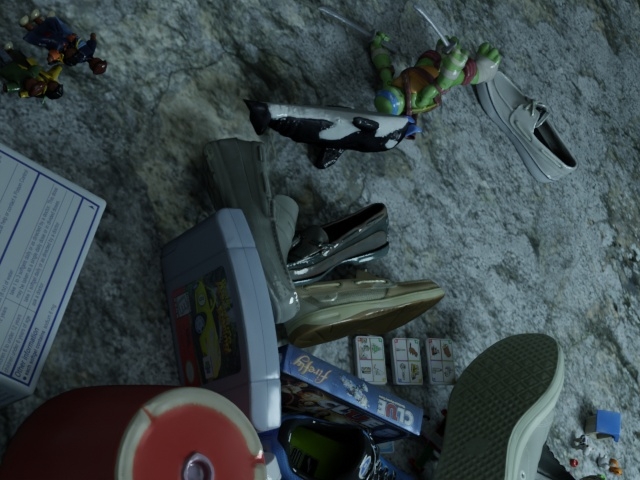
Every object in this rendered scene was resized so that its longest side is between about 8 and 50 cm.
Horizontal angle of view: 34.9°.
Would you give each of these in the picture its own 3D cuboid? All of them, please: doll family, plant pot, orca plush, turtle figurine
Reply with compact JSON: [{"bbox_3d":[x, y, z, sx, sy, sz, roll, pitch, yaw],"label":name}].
[{"bbox_3d":[-0.367,-0.245,1.380,0.111,0.076,0.193,37,57,2],"label":"doll family"},{"bbox_3d":[-0.206,0.288,1.198,0.274,0.243,0.275,15,64,-34],"label":"plant pot"},{"bbox_3d":[0.011,-0.160,1.635,0.287,0.151,0.102,-3,107,-42],"label":"orca plush"},{"bbox_3d":[0.186,-0.333,1.776,0.266,0.197,0.275,-24,93,-45],"label":"turtle figurine"}]

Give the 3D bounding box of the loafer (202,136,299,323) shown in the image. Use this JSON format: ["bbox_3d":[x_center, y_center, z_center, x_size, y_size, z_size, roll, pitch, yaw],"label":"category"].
[{"bbox_3d":[-0.080,-0.026,1.436,0.111,0.112,0.320,-12,56,-15],"label":"loafer"}]

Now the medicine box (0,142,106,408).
[{"bbox_3d":[-0.438,0.017,1.177,0.289,0.149,0.264,31,57,-26],"label":"medicine box"}]

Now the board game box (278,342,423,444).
[{"bbox_3d":[0.001,0.226,1.436,0.243,0.165,0.042,29,58,-26],"label":"board game box"}]

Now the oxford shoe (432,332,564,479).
[{"bbox_3d":[0.275,0.313,1.568,0.449,0.169,0.130,-59,135,-45],"label":"oxford shoe"}]

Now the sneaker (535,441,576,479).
[{"bbox_3d":[0.368,0.352,1.717,0.295,0.104,0.147,32,61,-20],"label":"sneaker"}]

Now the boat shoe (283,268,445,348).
[{"bbox_3d":[0.066,0.089,1.581,0.302,0.109,0.098,-9,64,-35],"label":"boat shoe"}]

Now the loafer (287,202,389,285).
[{"bbox_3d":[0.000,0.000,1.550,0.267,0.096,0.084,-16,123,-40],"label":"loafer"}]

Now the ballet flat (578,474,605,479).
[{"bbox_3d":[0.375,0.487,1.476,0.482,0.182,0.164,-25,90,-44],"label":"ballet flat"}]

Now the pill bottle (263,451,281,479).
[{"bbox_3d":[-0.073,0.380,1.334,0.112,0.112,0.187,-21,98,-41],"label":"pill bottle"}]

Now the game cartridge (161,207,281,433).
[{"bbox_3d":[-0.132,0.116,1.352,0.060,0.196,0.294,-1,74,-39],"label":"game cartridge"}]

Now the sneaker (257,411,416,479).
[{"bbox_3d":[0.039,0.336,1.431,0.330,0.147,0.130,29,63,-26],"label":"sneaker"}]

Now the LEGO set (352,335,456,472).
[{"bbox_3d":[0.137,0.278,1.619,0.182,0.060,0.244,4,69,-25],"label":"LEGO set"}]

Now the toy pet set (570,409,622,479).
[{"bbox_3d":[0.526,0.377,1.861,0.122,0.065,0.114,30,57,-27],"label":"toy pet set"}]

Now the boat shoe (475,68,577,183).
[{"bbox_3d":[0.404,-0.233,1.979,0.096,0.088,0.268,-38,99,-40],"label":"boat shoe"}]
